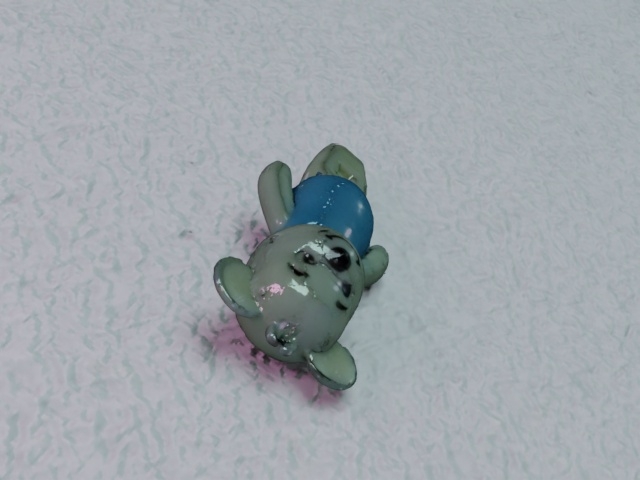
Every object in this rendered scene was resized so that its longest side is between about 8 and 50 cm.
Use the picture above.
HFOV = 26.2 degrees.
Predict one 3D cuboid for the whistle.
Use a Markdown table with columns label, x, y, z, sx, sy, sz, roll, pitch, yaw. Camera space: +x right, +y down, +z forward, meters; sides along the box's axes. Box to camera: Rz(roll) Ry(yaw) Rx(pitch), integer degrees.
| label | x | y | z | sx | sy | sz | roll | pitch | yaw |
| --- | --- | --- | --- | --- | --- | --- | --- | --- | --- |
| whistle | 0.000 | 0.000 | 0.901 | 0.114 | 0.077 | 0.235 | 39 | 32 | -12 |
